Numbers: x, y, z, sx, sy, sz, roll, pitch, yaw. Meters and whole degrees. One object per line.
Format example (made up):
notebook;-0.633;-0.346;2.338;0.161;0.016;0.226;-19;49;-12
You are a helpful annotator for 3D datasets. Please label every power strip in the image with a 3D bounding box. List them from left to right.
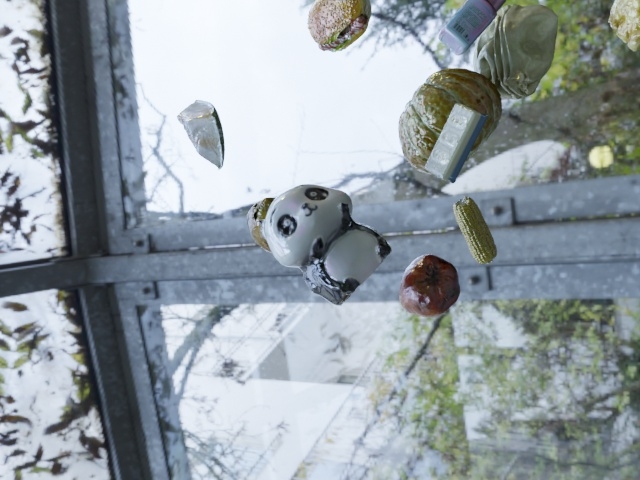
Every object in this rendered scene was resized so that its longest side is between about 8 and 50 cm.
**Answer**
power strip;0.215;-0.155;1.074;0.032;0.056;0.123;14;-72;-32

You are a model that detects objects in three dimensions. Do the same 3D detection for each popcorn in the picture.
popcorn;0.791;-0.546;1.543;0.253;0.190;0.191;-56;-12;15

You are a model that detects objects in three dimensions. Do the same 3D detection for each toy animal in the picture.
toy animal;0.000;0.000;1.703;0.310;0.251;0.251;45;-141;4

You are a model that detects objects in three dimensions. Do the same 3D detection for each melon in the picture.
melon;-0.291;-0.284;1.708;0.093;0.139;0.202;-22;-96;-28

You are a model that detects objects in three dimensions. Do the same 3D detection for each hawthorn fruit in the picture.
hawthorn fruit;0.289;0.130;1.782;0.173;0.173;0.179;-40;-29;-51

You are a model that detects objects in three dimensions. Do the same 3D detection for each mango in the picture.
mango;-0.118;-0.045;1.924;0.248;0.151;0.156;50;-124;-56

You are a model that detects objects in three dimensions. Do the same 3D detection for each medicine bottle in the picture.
medicine bottle;0.423;-0.618;1.855;0.094;0.188;0.119;41;-178;-3

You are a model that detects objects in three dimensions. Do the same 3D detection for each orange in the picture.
orange;0.364;-0.342;1.933;0.249;0.329;0.329;44;-146;12

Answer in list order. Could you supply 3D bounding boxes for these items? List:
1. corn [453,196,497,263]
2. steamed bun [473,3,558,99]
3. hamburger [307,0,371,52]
corn;0.459;-0.025;1.978;0.238;0.080;0.080;58;-138;-25
steamed bun;0.564;-0.573;2.030;0.289;0.203;0.276;-118;33;-75
hamburger;0.055;-0.659;1.979;0.116;0.210;0.173;-28;-85;-45
